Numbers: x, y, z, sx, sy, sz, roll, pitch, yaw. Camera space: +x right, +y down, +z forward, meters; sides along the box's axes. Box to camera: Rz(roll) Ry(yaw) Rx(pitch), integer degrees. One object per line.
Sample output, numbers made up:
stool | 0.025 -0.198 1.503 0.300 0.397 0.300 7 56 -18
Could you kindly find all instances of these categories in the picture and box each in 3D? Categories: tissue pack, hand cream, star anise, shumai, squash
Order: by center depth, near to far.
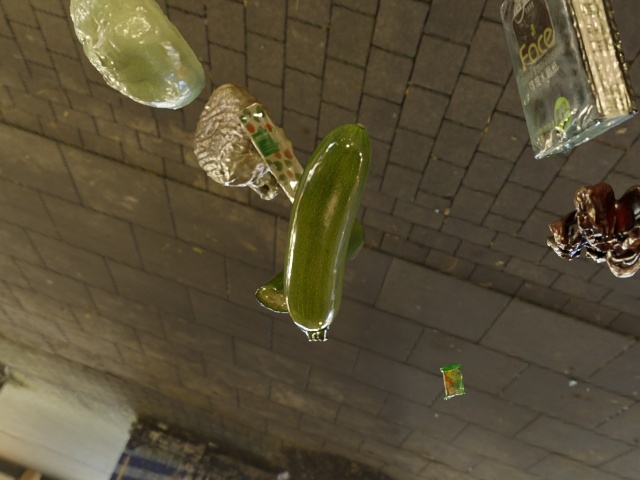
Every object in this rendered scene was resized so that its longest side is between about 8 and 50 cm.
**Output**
squash | 0.000 0.000 0.678 0.069 0.069 0.258 16 120 8
tissue pack | 0.320 -0.244 0.879 0.073 0.236 0.173 -10 174 -10
hand cream | -0.054 -0.107 0.889 0.057 0.037 0.165 -12 119 50
star anise | 0.433 -0.011 0.981 0.190 0.126 0.220 8 173 43
shumai | -0.114 -0.157 1.081 0.153 0.161 0.209 19 174 -36

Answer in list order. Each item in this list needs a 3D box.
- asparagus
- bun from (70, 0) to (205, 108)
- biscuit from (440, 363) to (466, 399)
asparagus | -0.005 0.035 0.966 0.060 0.277 0.067 36 125 9
bun | -0.240 -0.251 0.866 0.195 0.118 0.195 51 180 0
biscuit | 0.265 0.282 1.327 0.046 0.016 0.089 -14 119 -1
